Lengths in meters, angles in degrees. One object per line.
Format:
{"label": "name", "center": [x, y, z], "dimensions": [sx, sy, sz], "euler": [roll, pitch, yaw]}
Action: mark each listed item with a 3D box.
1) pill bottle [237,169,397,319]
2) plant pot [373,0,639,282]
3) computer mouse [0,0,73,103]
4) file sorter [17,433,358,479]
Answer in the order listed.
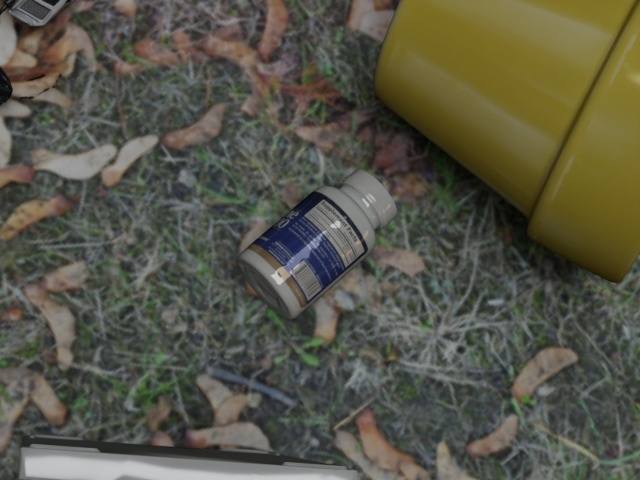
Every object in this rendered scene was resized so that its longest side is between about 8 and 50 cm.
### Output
{"label": "pill bottle", "center": [0.000, 0.000, 1.064], "dimensions": [0.120, 0.067, 0.067], "euler": [-41, 90, -16]}
{"label": "plant pot", "center": [0.180, -0.132, 1.048], "dimensions": [0.239, 0.254, 0.254], "euler": [28, 75, 9]}
{"label": "computer mouse", "center": [-0.220, -0.204, 1.065], "dimensions": [0.193, 0.042, 0.106], "euler": [-47, 108, -18]}
{"label": "file sorter", "center": [-0.107, 0.221, 0.895], "dimensions": [0.193, 0.278, 0.173], "euler": [6, 83, -11]}
